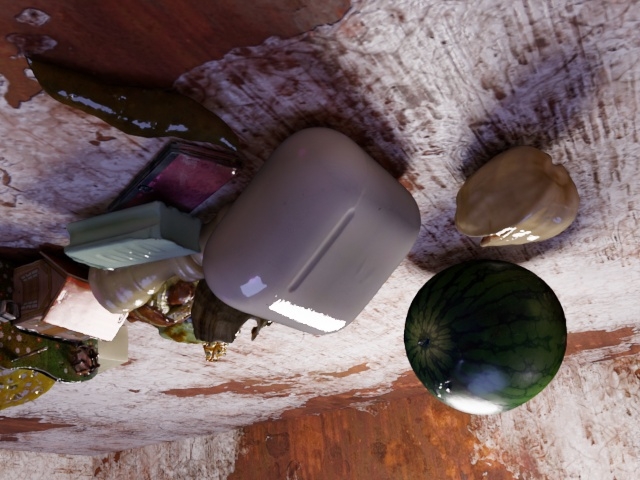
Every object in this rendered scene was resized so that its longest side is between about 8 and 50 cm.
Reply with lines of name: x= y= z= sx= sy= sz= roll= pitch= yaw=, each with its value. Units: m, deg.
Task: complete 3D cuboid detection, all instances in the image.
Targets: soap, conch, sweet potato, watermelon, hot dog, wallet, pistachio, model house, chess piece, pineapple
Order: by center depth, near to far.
sweet potato: x=-0.219 y=-0.158 z=0.884 sx=0.273 sy=0.067 sz=0.067 roll=14 pitch=150 yaw=-31
wallet: x=-0.224 y=-0.079 z=1.121 sx=0.119 sy=0.025 sz=0.232 roll=10 pitch=154 yaw=-35
pistachio: x=0.300 y=-0.057 z=1.154 sx=0.157 sy=0.157 sz=0.229 roll=3 pitch=165 yaw=-21
soap: x=-0.297 y=-0.004 z=1.175 sx=0.198 sy=0.063 sz=0.114 roll=-11 pitch=159 yaw=30
chess piece: x=-0.217 y=0.015 z=1.251 sx=0.397 sy=0.117 sz=0.117 roll=-22 pitch=153 yaw=27
conch: x=-0.134 y=0.078 z=1.331 sx=0.210 sy=0.159 sz=0.291 roll=-8 pitch=-172 yaw=5
model house: x=-0.456 y=0.135 z=1.346 sx=0.154 sy=0.207 sz=0.294 roll=-18 pitch=156 yaw=19
hot dog: x=-0.327 y=0.125 z=1.486 sx=0.146 sy=0.103 sz=0.213 roll=13 pitch=151 yaw=-38
watermelon: x=0.346 y=0.205 z=1.574 sx=0.363 sy=0.363 sz=0.363 roll=-6 pitch=158 yaw=-2
pineapple: x=-0.258 y=0.248 z=1.878 sx=0.114 sy=0.114 sz=0.077 roll=-14 pitch=-160 yaw=-24

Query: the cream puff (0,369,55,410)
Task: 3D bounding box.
cream puff: x=-0.662 y=0.244 z=1.556 sx=0.244 sy=0.244 sz=0.196 roll=3 pitch=-168 yaw=-23

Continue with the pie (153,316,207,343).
pie: x=-0.260 y=0.173 z=1.642 sx=0.248 sy=0.090 sz=0.201 roll=-24 pitch=149 yaw=29

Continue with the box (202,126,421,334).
box: x=-0.001 y=-0.001 z=1.105 sx=0.289 sy=0.141 sz=0.349 roll=-51 pitch=147 yaw=6

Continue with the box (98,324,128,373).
box: x=-0.589 y=0.263 z=1.762 sx=0.212 sy=0.095 sz=0.168 roll=-25 pitch=153 yaw=36
